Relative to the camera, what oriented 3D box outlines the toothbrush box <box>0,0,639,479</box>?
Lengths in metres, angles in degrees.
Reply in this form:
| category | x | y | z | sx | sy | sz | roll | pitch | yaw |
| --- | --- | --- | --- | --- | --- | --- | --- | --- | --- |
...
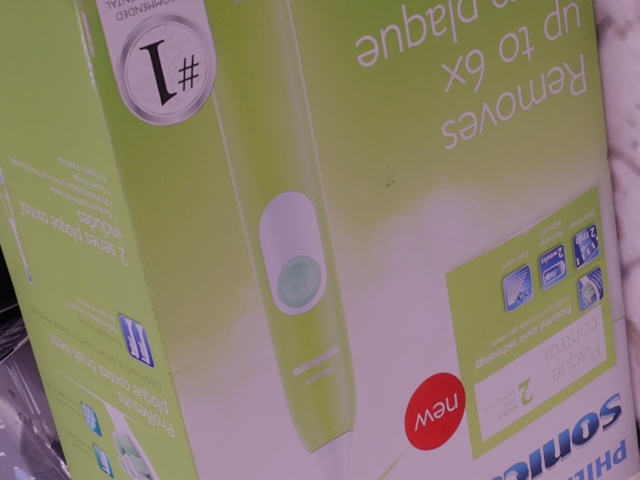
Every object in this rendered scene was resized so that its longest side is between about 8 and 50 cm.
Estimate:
| category | x | y | z | sx | sy | sz | roll | pitch | yaw |
| --- | --- | --- | --- | --- | --- | --- | --- | --- | --- |
| toothbrush box | 0.000 | 0.000 | 0.527 | 0.122 | 0.206 | 0.283 | 23 | 130 | 49 |

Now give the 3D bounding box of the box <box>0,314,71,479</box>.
| category | x | y | z | sx | sy | sz | roll | pitch | yaw |
| --- | --- | --- | --- | --- | --- | --- | --- | --- | --- |
| box | -0.190 | 0.220 | 0.984 | 0.318 | 0.097 | 0.395 | 53 | 142 | -12 |

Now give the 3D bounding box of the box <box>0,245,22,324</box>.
| category | x | y | z | sx | sy | sz | roll | pitch | yaw |
| --- | --- | --- | --- | --- | --- | --- | --- | --- | --- |
| box | -0.285 | 0.018 | 1.102 | 0.261 | 0.103 | 0.184 | 45 | 148 | 29 |
